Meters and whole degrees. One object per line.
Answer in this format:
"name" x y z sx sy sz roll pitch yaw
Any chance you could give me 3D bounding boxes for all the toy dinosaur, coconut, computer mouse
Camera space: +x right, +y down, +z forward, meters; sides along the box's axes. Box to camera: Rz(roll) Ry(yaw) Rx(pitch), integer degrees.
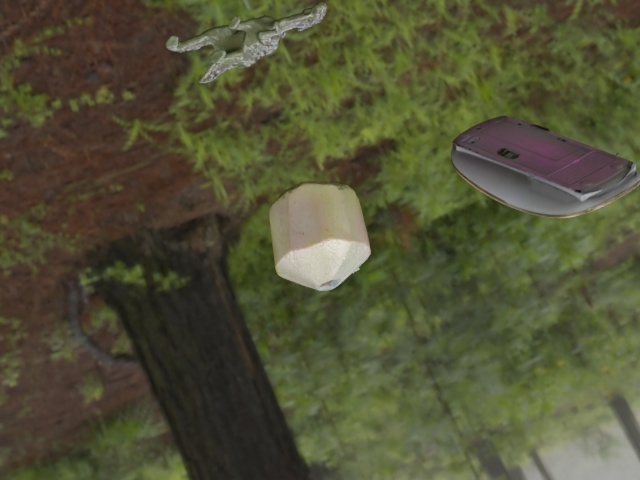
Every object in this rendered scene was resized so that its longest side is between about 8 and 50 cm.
"toy dinosaur" -0.124 -0.337 1.921 0.294 0.077 0.162 -10 178 30
"coconut" 0.000 0.000 1.684 0.147 0.152 0.147 -9 161 -3
"computer mouse" 0.332 -0.107 1.694 0.158 0.310 0.071 -28 125 -25
